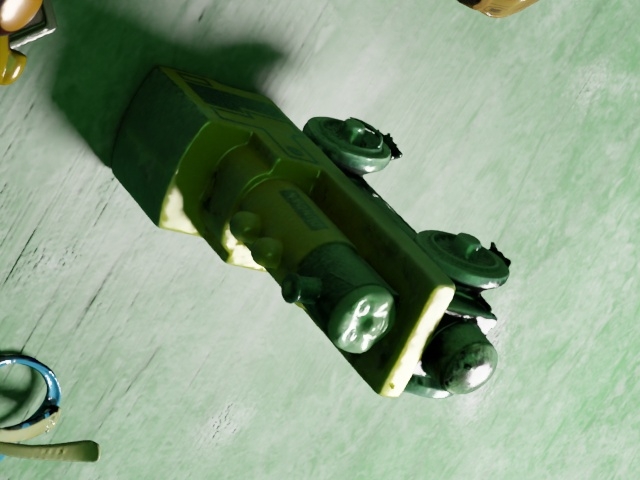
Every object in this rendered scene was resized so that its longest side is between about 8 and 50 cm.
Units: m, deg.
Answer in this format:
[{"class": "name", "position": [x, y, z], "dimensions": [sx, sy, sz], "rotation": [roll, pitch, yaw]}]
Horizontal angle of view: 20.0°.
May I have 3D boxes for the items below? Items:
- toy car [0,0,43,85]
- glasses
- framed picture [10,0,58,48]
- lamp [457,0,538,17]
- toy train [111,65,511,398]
[{"class": "toy car", "position": [-0.281, -0.175, 1.305], "dimensions": [0.248, 0.200, 0.142], "rotation": [-53, 157, 9]}, {"class": "glasses", "position": [-0.287, 0.136, 1.573], "dimensions": [0.239, 0.207, 0.102], "rotation": [19, 72, -46]}, {"class": "framed picture", "position": [-0.311, -0.188, 1.404], "dimensions": [0.203, 0.015, 0.150], "rotation": [-27, 133, -18]}, {"class": "lamp", "position": [0.185, -0.292, 1.604], "dimensions": [0.185, 0.161, 0.161], "rotation": [-32, 135, -15]}, {"class": "toy train", "position": [0.000, 0.000, 1.524], "dimensions": [0.237, 0.369, 0.150], "rotation": [11, 114, -38]}]
